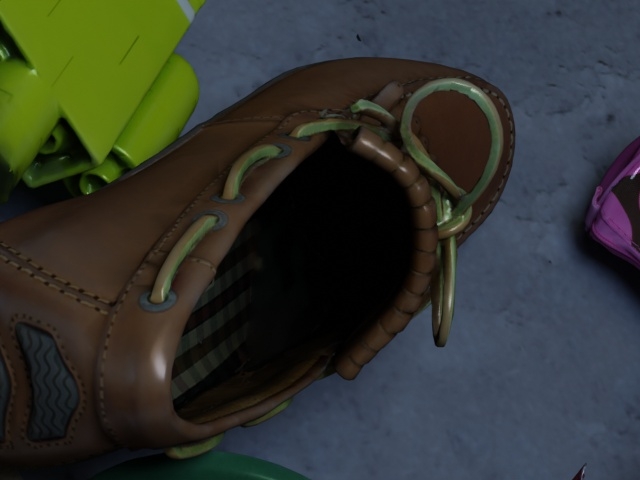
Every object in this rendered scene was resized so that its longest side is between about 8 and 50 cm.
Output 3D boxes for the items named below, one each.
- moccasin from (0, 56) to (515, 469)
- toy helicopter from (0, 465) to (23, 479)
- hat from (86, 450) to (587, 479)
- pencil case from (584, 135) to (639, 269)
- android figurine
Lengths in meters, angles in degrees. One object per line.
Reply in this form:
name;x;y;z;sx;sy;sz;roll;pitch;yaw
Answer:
moccasin;0.000;-0.003;0.816;0.380;0.147;0.139;-20;113;-58
toy helicopter;-0.248;0.005;0.753;0.235;0.140;0.355;-29;80;-33
hat;-0.015;0.152;0.833;0.208;0.173;0.183;29;17;0
pencil case;0.230;0.031;0.996;0.098;0.095;0.209;-41;82;-16
android figurine;-0.129;-0.139;0.827;0.248;0.056;0.273;57;32;-27
